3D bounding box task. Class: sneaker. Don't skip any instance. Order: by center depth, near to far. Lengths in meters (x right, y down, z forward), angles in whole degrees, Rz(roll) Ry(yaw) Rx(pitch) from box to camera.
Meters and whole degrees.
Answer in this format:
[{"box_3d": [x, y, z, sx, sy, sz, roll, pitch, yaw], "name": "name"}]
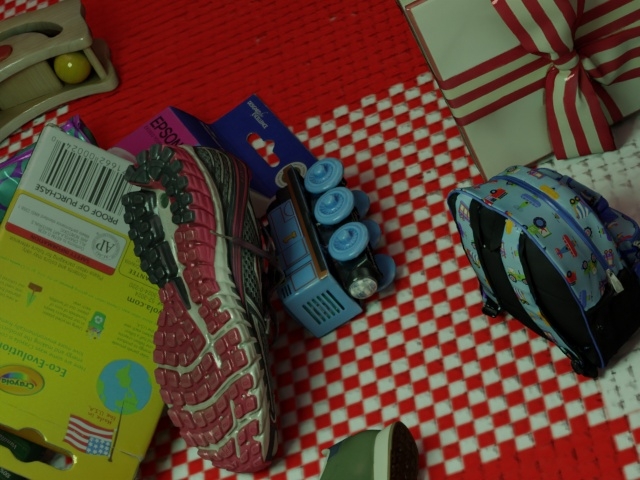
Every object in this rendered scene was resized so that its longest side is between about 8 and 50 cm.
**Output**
[{"box_3d": [0.023, 0.237, 1.389, 0.086, 0.064, 0.192, -14, 44, 30], "name": "sneaker"}, {"box_3d": [-0.080, 0.055, 1.517, 0.121, 0.112, 0.299, -20, 77, 43], "name": "sneaker"}]

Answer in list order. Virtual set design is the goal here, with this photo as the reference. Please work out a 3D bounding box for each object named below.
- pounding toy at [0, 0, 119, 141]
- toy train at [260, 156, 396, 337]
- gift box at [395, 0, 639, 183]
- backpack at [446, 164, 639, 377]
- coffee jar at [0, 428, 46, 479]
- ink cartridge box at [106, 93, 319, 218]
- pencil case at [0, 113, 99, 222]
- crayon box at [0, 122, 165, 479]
[{"box_3d": [-0.380, -0.205, 1.966, 0.269, 0.155, 0.154, -14, 41, 19], "name": "pounding toy"}, {"box_3d": [0.000, 0.000, 1.610, 0.105, 0.080, 0.184, -31, 42, 10], "name": "toy train"}, {"box_3d": [0.204, -0.242, 1.588, 0.276, 0.255, 0.258, -29, 40, 9], "name": "gift box"}, {"box_3d": [0.189, 0.004, 1.422, 0.117, 0.173, 0.158, -43, 42, -12], "name": "backpack"}, {"box_3d": [-0.326, 0.231, 1.571, 0.096, 0.079, 0.184, -24, 31, 58], "name": "coffee jar"}, {"box_3d": [-0.189, -0.022, 1.756, 0.371, 0.069, 0.176, -35, 42, -6], "name": "ink cartridge box"}, {"box_3d": [-0.312, -0.076, 1.869, 0.151, 0.070, 0.064, -29, 42, 2], "name": "pencil case"}, {"box_3d": [-0.224, 0.076, 1.565, 0.081, 0.202, 0.318, -48, 19, 62], "name": "crayon box"}]
